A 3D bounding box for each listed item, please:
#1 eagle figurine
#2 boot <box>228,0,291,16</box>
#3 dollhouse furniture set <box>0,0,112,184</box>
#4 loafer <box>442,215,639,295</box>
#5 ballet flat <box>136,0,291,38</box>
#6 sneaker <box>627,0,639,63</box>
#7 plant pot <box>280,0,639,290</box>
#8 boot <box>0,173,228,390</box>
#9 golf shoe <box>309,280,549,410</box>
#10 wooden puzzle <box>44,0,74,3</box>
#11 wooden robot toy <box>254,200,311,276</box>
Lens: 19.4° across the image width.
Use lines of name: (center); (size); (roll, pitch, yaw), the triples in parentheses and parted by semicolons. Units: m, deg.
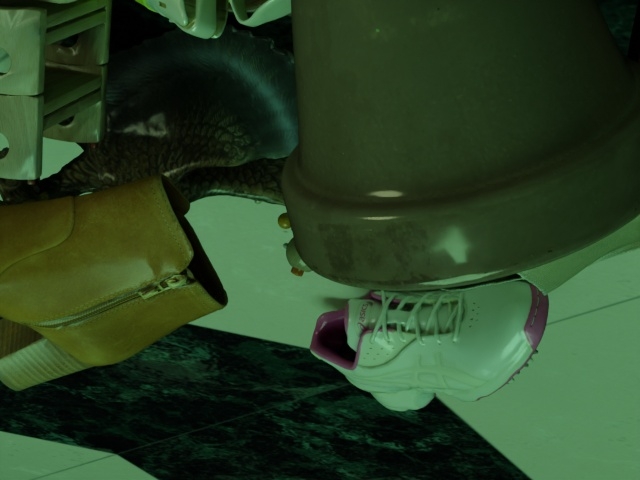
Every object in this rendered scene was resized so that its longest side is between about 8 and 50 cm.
eagle figurine: (-0.118, -0.063, 1.577); (0.298, 0.225, 0.226); (-26, -167, 8)
boot: (-0.015, -0.178, 1.399); (0.118, 0.042, 0.087); (-1, 163, 40)
dollhouse furniture set: (-0.268, -0.131, 1.404); (0.183, 0.129, 0.129); (10, -162, 15)
loafer: (0.205, -0.002, 1.645); (0.268, 0.092, 0.102); (-9, 151, 38)
ballet flat: (-0.067, -0.186, 1.338); (0.231, 0.077, 0.077); (-9, 167, 36)
sneaker: (0.293, -0.162, 1.242); (0.145, 0.090, 0.270); (12, 154, 2)
plant pot: (0.078, -0.125, 1.204); (0.263, 0.263, 0.229); (-4, 117, 29)
boot: (-0.217, -0.009, 1.440); (0.211, 0.104, 0.295); (-26, 132, 14)
golf shoe: (0.105, 0.098, 1.900); (0.140, 0.115, 0.306); (25, 151, -25)
wooden puzzle: (-0.302, -0.300, 1.192); (0.322, 0.080, 0.348); (9, 152, 2)
wooden robot toy: (0.000, 0.000, 1.719); (0.173, 0.079, 0.076); (23, 173, -3)
